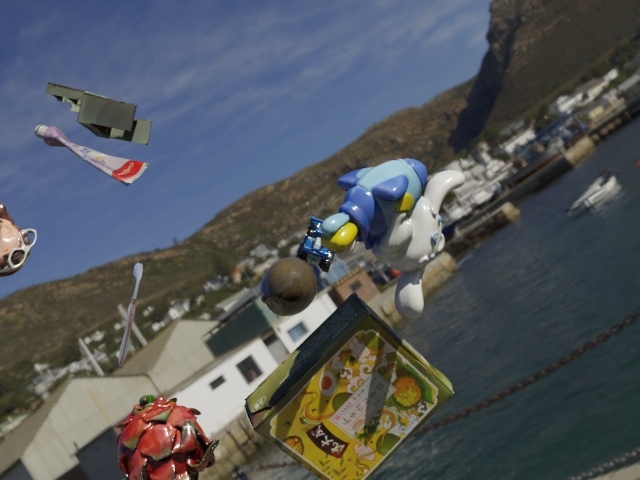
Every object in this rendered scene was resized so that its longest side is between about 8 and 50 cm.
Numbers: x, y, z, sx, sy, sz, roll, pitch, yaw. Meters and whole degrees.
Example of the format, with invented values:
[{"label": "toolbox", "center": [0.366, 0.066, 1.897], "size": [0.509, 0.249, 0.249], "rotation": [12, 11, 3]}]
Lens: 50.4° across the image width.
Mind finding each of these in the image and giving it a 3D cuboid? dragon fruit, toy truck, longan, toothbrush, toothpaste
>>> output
[{"label": "dragon fruit", "center": [-0.323, 0.448, 1.422], "size": [0.192, 0.274, 0.193], "rotation": [-12, -29, -31]}, {"label": "toy truck", "center": [0.000, 0.000, 2.150], "size": [0.208, 0.113, 0.126], "rotation": [-68, -6, -60]}, {"label": "longan", "center": [-0.093, 0.135, 1.992], "size": [0.189, 0.189, 0.189], "rotation": [-35, -5, -3]}, {"label": "toothbrush", "center": [-0.338, 0.134, 1.204], "size": [0.013, 0.193, 0.019], "rotation": [7, 7, -44]}, {"label": "toothpaste", "center": [-0.530, -0.200, 1.545], "size": [0.075, 0.301, 0.048], "rotation": [-34, -37, -59]}]

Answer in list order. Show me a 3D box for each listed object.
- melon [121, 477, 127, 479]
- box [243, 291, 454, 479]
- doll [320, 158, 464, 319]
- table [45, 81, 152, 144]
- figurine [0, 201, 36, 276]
[{"label": "melon", "center": [-0.499, 0.645, 1.489], "size": [0.343, 0.226, 0.331], "rotation": [-27, 33, 5]}, {"label": "box", "center": [0.077, 0.404, 1.752], "size": [0.420, 0.373, 0.138], "rotation": [-45, 26, 1]}, {"label": "doll", "center": [0.175, -0.052, 1.551], "size": [0.365, 0.376, 0.187], "rotation": [29, -35, -36]}, {"label": "table", "center": [-0.439, -0.246, 1.346], "size": [0.146, 0.175, 0.062], "rotation": [122, 159, -86]}, {"label": "figurine", "center": [-0.598, -0.025, 1.131], "size": [0.115, 0.240, 0.175], "rotation": [-18, 45, 40]}]
